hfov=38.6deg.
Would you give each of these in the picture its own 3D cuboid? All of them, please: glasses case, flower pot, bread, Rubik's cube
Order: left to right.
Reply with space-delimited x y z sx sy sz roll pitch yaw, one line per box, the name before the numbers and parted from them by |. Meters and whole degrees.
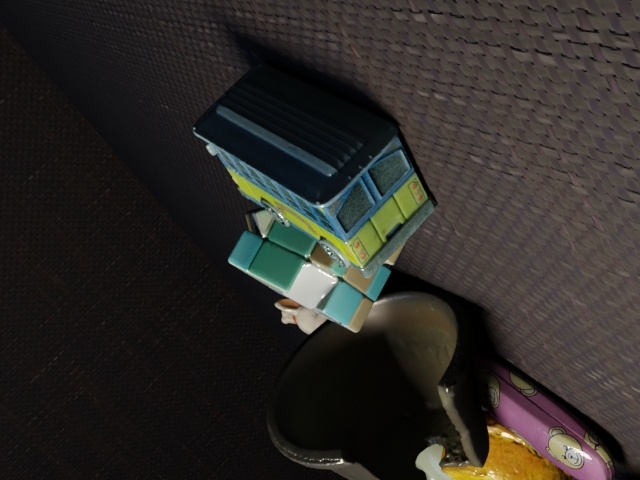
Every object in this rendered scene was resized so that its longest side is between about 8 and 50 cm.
Rubik's cube | 0.000 0.000 1.462 0.265 0.213 0.224 24 174 31
flower pot | 0.128 0.282 1.533 0.251 0.379 0.379 53 166 -28
bread | 0.349 0.408 1.687 0.268 0.145 0.268 20 161 7
glasses case | 0.356 0.295 1.529 0.316 0.076 0.123 36 161 40

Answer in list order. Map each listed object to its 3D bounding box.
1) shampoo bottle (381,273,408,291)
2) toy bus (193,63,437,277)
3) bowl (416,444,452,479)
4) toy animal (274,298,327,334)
shampoo bottle | 0.178 0.167 1.694 0.323 0.084 0.129 48 162 -9
toy bus | -0.013 -0.102 1.258 0.312 0.152 0.190 33 164 43
bowl | 0.317 0.542 2.240 0.354 0.185 0.354 43 168 11
toy animal | 0.015 0.171 2.102 0.282 0.138 0.140 31 164 42
